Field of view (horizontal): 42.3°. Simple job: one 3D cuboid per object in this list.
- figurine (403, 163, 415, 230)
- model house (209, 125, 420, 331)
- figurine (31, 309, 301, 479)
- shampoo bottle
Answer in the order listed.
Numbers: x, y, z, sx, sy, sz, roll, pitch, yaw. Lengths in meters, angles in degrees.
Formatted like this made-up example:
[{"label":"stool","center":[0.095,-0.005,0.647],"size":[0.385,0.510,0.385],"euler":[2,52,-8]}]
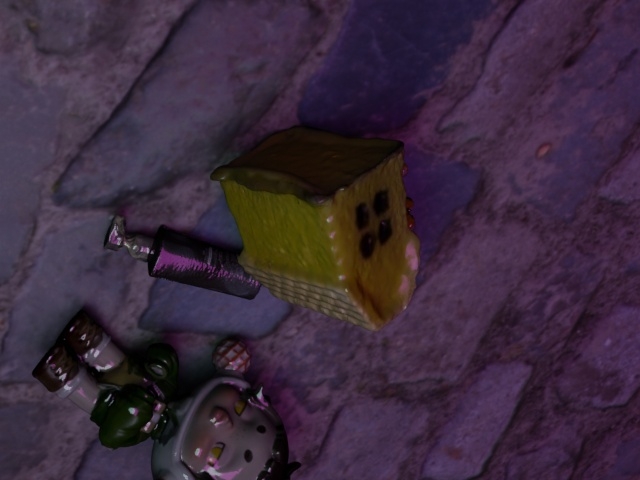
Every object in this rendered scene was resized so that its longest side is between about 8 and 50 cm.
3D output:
[{"label":"figurine","center":[0.078,-0.052,1.105],"size":[0.101,0.068,0.143],"euler":[-21,129,-14]},{"label":"model house","center":[0.000,0.000,1.005],"size":[0.175,0.193,0.234],"euler":[-32,123,-42]},{"label":"figurine","center":[-0.189,0.236,1.072],"size":[0.370,0.281,0.167],"euler":[37,138,-12]},{"label":"shampoo bottle","center":[-0.173,0.022,1.059],"size":[0.208,0.057,0.063],"euler":[18,105,-24]}]
